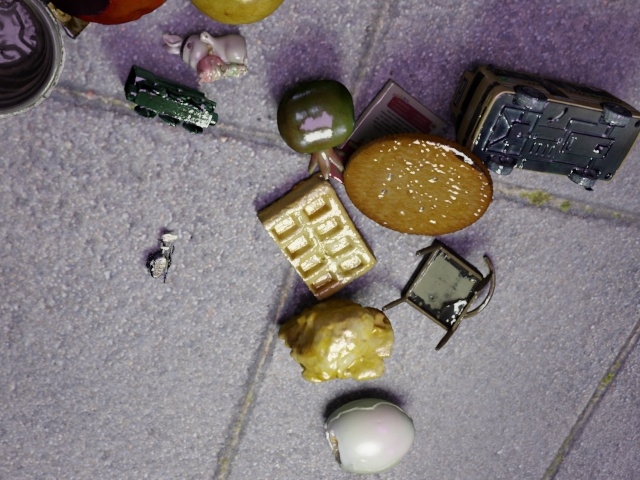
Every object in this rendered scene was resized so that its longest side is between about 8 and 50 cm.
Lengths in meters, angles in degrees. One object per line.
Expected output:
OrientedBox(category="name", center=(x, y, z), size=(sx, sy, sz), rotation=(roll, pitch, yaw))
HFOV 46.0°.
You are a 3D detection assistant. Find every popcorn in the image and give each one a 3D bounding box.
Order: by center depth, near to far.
OrientedBox(category="popcorn", center=(0.033, 0.214, 1.657), size=(0.253, 0.191, 0.190), rotation=(-17, 135, 5))

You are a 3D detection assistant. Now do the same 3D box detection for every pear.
OrientedBox(category="pear", center=(-0.140, -0.453, 1.222), size=(0.208, 0.209, 0.209), rotation=(-7, 121, -12))

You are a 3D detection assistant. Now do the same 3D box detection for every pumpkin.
OrientedBox(category="pumpkin", center=(-0.418, -0.386, 1.264), size=(0.073, 0.035, 0.101), rotation=(40, 147, -28))

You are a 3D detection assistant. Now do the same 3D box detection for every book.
OrientedBox(category="book", center=(0.128, -0.196, 1.554), size=(0.162, 0.022, 0.232), rotation=(30, 108, -31))

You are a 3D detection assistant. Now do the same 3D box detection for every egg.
OrientedBox(category="egg", center=(0.129, 0.477, 1.857), size=(0.217, 0.183, 0.183), rotation=(-16, 123, -13))

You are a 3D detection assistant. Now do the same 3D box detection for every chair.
OrientedBox(category="chair", center=(0.282, 0.113, 1.709), size=(0.188, 0.166, 0.272), rotation=(-60, 159, 19))

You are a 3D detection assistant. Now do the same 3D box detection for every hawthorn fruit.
OrientedBox(category="hawthorn fruit", center=(-0.316, -0.427, 1.190), size=(0.251, 0.189, 0.190), rotation=(-1, 128, -57))

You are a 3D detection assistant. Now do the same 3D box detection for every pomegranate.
OrientedBox(category="pomegranate", center=(-0.001, -0.216, 1.449), size=(0.152, 0.131, 0.191), rotation=(-17, 137, 3))

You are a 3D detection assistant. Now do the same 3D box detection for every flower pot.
OrientedBox(category="flower pot", center=(-0.530, -0.327, 1.217), size=(0.235, 0.140, 0.236), rotation=(-7, 119, -12))

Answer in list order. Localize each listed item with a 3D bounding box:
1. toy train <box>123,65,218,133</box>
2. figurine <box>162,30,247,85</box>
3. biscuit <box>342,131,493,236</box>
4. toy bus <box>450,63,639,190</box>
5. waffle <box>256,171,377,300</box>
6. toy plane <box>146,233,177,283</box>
OrientedBox(category="toy train", center=(-0.269, -0.252, 1.359), size=(0.170, 0.111, 0.071), rotation=(16, 115, -27))
OrientedBox(category="figurine", center=(-0.203, -0.329, 1.336), size=(0.146, 0.098, 0.081), rotation=(-4, 133, -16))
OrientedBox(category="biscuit", center=(0.193, -0.110, 1.511), size=(0.305, 0.038, 0.305), rotation=(10, 144, 7))
OrientedBox(category="toy bus", center=(0.447, -0.235, 1.520), size=(0.365, 0.202, 0.177), rotation=(6, 124, -22))
OrientedBox(category="waffle", center=(0.000, 0.000, 1.611), size=(0.168, 0.057, 0.274), rotation=(-31, 123, 3))
OrientedBox(category="toy plane", center=(-0.329, 0.037, 1.555), size=(0.049, 0.031, 0.121), rotation=(4, 120, -24))
